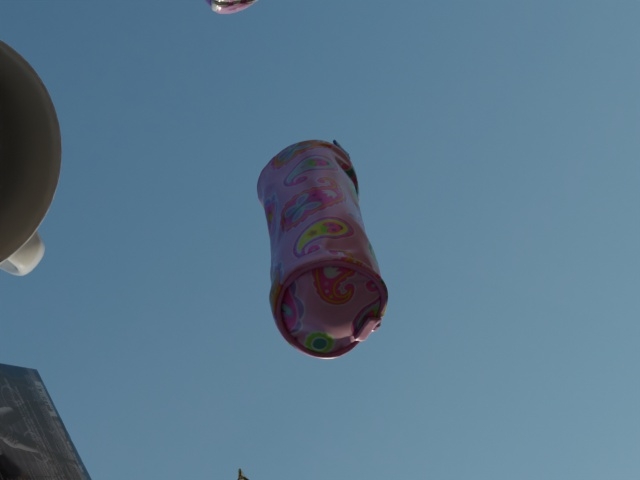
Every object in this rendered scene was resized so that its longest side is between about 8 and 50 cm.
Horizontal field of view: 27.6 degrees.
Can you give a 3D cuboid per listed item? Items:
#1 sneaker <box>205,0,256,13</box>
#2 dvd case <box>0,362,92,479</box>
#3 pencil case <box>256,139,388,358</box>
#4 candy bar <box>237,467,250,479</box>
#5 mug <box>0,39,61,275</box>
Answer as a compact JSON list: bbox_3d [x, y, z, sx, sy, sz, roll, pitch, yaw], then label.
[{"bbox_3d":[-0.088,-0.377,1.501,0.095,0.104,0.236,-22,-37,-51],"label":"sneaker"},{"bbox_3d":[-0.292,0.179,1.192,0.164,0.018,0.221,59,-168,21],"label":"dvd case"},{"bbox_3d":[0.000,0.000,1.359,0.124,0.124,0.284,60,-170,-27],"label":"pencil case"},{"bbox_3d":[-0.086,0.245,0.955,0.161,0.018,0.040,-62,-28,-23],"label":"candy bar"},{"bbox_3d":[-0.469,-0.084,1.509,0.374,0.328,0.276,48,-113,-37],"label":"mug"}]
